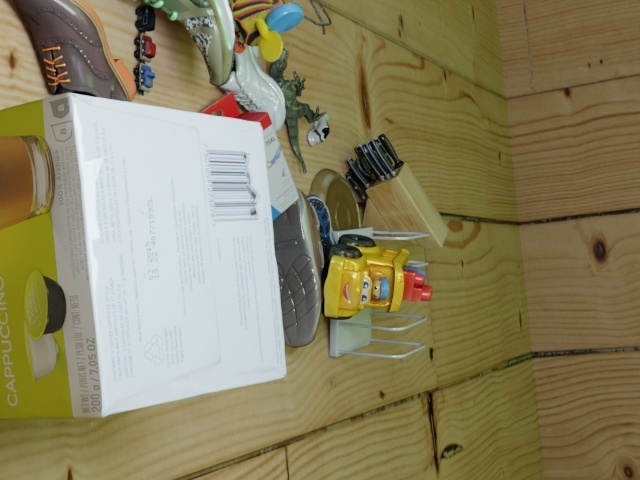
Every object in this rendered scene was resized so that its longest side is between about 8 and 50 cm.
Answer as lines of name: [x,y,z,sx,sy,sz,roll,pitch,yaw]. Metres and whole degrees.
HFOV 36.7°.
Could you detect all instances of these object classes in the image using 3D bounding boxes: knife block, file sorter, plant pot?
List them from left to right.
plant pot: [0.041,-0.049,2.204,0.236,0.032,0.237,24,63,-61]
file sorter: [0.138,0.116,2.158,0.192,0.173,0.278,-8,100,-63]
knife block: [0.192,-0.126,2.304,0.088,0.275,0.242,-57,163,-51]

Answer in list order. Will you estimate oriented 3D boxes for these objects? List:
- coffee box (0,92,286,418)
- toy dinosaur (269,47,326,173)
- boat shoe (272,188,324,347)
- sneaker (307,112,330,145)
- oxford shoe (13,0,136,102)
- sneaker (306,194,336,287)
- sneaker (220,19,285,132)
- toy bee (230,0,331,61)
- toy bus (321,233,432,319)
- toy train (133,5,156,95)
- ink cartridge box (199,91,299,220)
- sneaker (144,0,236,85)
coffee box: [-0.283,0.028,1.187,0.338,0.334,0.338,-2,87,-58]
toy dinosaur: [-0.050,-0.286,2.055,0.118,0.064,0.268,-44,125,-50]
boat shoe: [-0.040,0.050,1.927,0.116,0.123,0.325,8,79,-65]
sneaker: [0.006,-0.251,2.172,0.040,0.043,0.109,61,32,-34]
oxford shoe: [-0.362,-0.268,1.391,0.271,0.096,0.098,55,43,-43]
sneaker: [0.000,0.000,2.058,0.081,0.080,0.211,-92,178,-68]
sneaker: [-0.151,-0.296,1.842,0.232,0.090,0.115,62,39,-19]
toy bee: [-0.106,-0.391,1.714,0.298,0.162,0.195,36,30,-51]
toy bus: [0.119,0.086,1.947,0.220,0.211,0.150,-37,137,-71]
toy train: [-0.290,-0.318,1.605,0.027,0.036,0.158,22,64,-60]
ink cartridge box: [-0.140,-0.146,1.783,0.134,0.078,0.231,-43,124,-39]
sneaker: [-0.266,-0.433,1.568,0.158,0.182,0.411,-128,-164,-68]
